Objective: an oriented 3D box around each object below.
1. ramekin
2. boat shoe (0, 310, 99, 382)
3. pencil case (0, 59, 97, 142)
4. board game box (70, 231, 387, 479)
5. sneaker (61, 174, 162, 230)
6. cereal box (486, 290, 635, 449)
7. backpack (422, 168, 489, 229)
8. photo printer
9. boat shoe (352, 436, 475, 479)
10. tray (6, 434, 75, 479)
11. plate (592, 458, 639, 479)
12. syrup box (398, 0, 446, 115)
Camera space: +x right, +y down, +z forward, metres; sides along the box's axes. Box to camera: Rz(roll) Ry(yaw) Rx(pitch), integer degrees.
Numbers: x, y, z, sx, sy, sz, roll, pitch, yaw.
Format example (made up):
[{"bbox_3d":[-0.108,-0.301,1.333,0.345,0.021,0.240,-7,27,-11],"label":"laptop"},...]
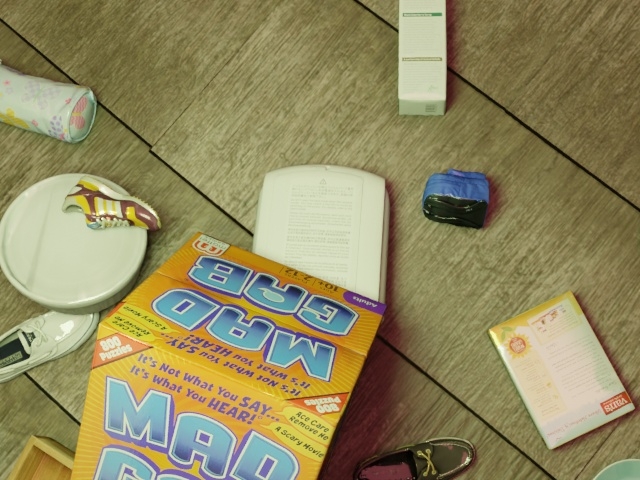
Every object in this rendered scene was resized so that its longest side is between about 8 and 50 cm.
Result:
[{"bbox_3d":[-0.462,0.017,1.586,0.272,0.127,0.273,2,66,-5],"label":"ramekin"},{"bbox_3d":[-0.547,0.196,1.604,0.258,0.084,0.095,-35,77,-2],"label":"boat shoe"},{"bbox_3d":[-0.595,-0.287,1.696,0.273,0.113,0.124,19,61,9],"label":"pencil case"},{"bbox_3d":[-0.141,0.261,1.342,0.356,0.356,0.357,21,116,7],"label":"board game box"},{"bbox_3d":[-0.378,-0.045,1.516,0.185,0.070,0.084,24,63,15],"label":"sneaker"},{"bbox_3d":[0.435,0.236,1.524,0.172,0.047,0.240,-25,78,0],"label":"cereal box"},{"bbox_3d":[0.254,-0.081,1.585,0.120,0.098,0.101,5,50,6],"label":"backpack"},{"bbox_3d":[0.000,0.000,1.562,0.255,0.107,0.308,3,66,4],"label":"photo printer"},{"bbox_3d":[0.170,0.408,1.502,0.227,0.069,0.081,-15,78,2],"label":"boat shoe"},{"bbox_3d":[-0.535,0.589,1.514,0.202,0.076,0.411,25,81,20],"label":"tray"},{"bbox_3d":[0.559,0.482,1.474,0.188,0.024,0.188,-1,77,5],"label":"plate"},{"bbox_3d":[0.201,-0.373,1.648,0.096,0.093,0.237,1,78,6],"label":"syrup box"}]
